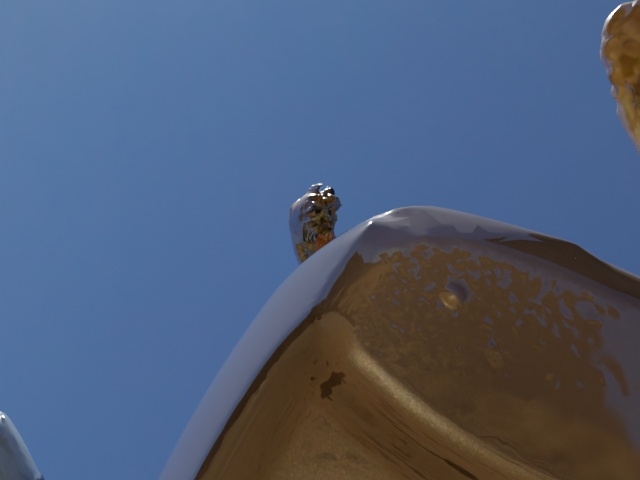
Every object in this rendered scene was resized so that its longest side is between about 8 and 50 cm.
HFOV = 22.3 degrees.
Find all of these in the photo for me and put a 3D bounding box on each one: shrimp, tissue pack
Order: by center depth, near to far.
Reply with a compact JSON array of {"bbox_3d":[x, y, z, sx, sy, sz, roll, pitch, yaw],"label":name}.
[{"bbox_3d":[0.032,0.202,0.675,0.267,0.387,0.277,23,-30,-9],"label":"tissue pack"},{"bbox_3d":[0.000,0.000,0.950,0.108,0.023,0.059,136,-60,-77],"label":"shrimp"}]

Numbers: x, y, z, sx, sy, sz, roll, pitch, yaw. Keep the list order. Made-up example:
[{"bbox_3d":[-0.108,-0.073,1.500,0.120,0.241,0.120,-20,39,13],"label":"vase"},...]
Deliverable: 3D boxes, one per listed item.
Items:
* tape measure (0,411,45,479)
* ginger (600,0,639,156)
[{"bbox_3d":[-0.218,0.149,0.771,0.182,0.181,0.107,-23,-86,40],"label":"tape measure"},{"bbox_3d":[0.241,-0.134,0.817,0.221,0.130,0.276,-19,-96,2],"label":"ginger"}]
